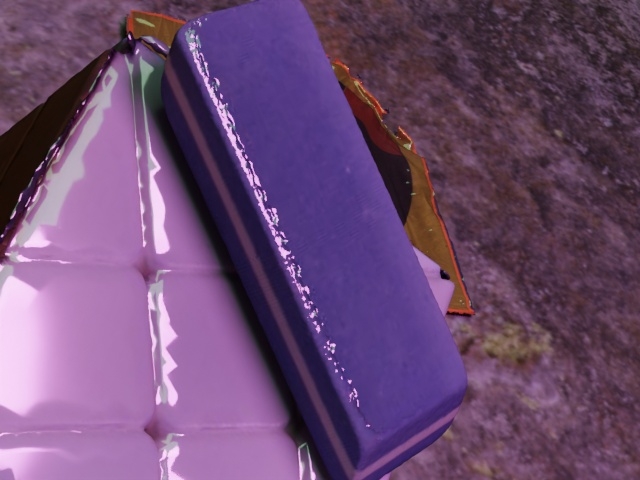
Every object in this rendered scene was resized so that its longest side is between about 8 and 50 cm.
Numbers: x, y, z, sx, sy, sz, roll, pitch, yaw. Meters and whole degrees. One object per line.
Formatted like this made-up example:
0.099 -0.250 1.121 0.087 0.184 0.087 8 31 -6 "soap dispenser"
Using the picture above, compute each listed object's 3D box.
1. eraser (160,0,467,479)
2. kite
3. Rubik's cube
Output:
0.000 0.000 0.667 0.082 0.036 0.225 -26 92 -41 "eraser"
-0.031 -0.054 1.159 0.377 0.013 0.327 44 41 8 "kite"
-0.102 0.075 0.735 0.231 0.224 0.221 37 57 -21 "Rubik's cube"
